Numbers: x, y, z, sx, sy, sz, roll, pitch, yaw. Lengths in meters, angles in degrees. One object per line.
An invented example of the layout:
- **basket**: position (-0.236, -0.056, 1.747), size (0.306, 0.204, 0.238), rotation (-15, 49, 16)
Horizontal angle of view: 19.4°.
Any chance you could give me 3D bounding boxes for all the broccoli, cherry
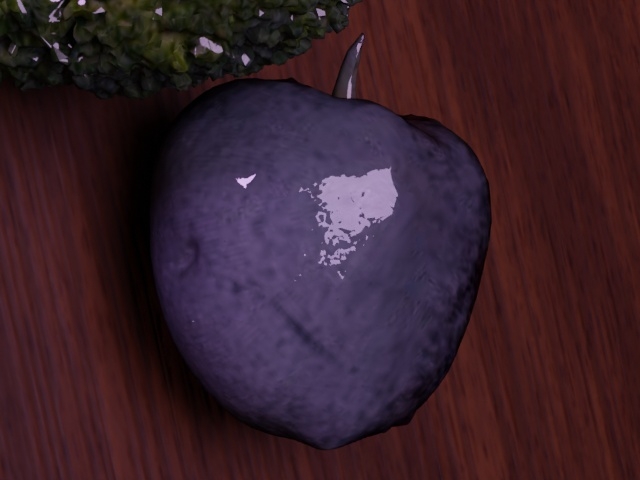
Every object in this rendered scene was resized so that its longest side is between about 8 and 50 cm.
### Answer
- **broccoli**: position (-0.114, -0.218, 1.223), size (0.338, 0.277, 0.317), rotation (28, 91, 12)
- **cherry**: position (0.000, 0.000, 1.339), size (0.255, 0.218, 0.296), rotation (12, 81, -42)
